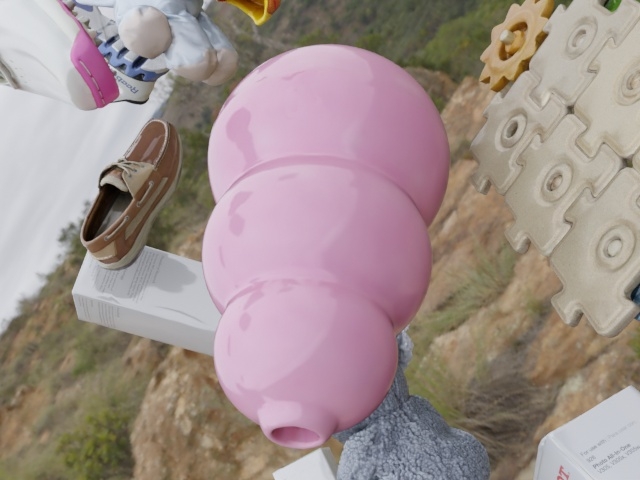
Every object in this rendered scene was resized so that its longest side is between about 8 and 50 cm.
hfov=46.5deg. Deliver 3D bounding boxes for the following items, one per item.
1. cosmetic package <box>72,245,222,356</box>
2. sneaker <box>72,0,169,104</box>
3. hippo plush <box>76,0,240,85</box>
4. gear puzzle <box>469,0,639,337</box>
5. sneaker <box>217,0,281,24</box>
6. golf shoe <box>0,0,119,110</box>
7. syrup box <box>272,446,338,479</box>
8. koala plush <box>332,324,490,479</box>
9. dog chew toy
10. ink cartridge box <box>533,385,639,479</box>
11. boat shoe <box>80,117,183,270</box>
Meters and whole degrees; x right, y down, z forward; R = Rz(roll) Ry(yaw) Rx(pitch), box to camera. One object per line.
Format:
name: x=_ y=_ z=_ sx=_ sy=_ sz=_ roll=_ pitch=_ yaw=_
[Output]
cosmetic package: x=-0.334 y=0.132 z=1.628 sx=0.197 sy=0.366 sz=0.155 roll=121 pitch=164 yaw=-63
sneaker: x=-0.458 y=-0.366 z=1.489 sx=0.182 sy=0.316 sz=0.127 roll=-57 pitch=-1 yaw=43
hippo plush: x=-0.213 y=-0.411 z=1.222 sx=0.236 sy=0.234 sz=0.294 roll=-59 pitch=42 yaw=14
gear puzzle: x=0.183 y=-0.084 z=0.526 sx=0.175 sy=0.044 sz=0.339 roll=-57 pitch=26 yaw=25
sneaker: x=-0.120 y=-0.312 z=0.839 sx=0.064 sy=0.175 sz=0.067 roll=-37 pitch=29 yaw=55
golf shoe: x=-0.295 y=-0.169 z=0.620 sx=0.140 sy=0.306 sz=0.115 roll=-46 pitch=-28 yaw=-21
syrup box: x=-0.012 y=0.435 z=1.338 sx=0.093 sy=0.096 sz=0.237 roll=-27 pitch=-16 yaw=-3
koala plush: x=0.058 y=0.192 z=0.799 sx=0.196 sy=0.221 sz=0.203 roll=-16 pitch=-12 yaw=-38
dog chew toy: x=0.000 y=0.000 z=0.590 sx=0.206 sy=0.207 sz=0.331 roll=-47 pitch=29 yaw=46
ink cartridge box: x=0.344 y=0.315 z=0.708 sx=0.289 sy=0.122 sz=0.211 roll=48 pitch=154 yaw=42
boat shoe: x=-0.365 y=-0.104 z=1.444 sx=0.116 sy=0.123 sz=0.324 roll=50 pitch=-129 yaw=-58
